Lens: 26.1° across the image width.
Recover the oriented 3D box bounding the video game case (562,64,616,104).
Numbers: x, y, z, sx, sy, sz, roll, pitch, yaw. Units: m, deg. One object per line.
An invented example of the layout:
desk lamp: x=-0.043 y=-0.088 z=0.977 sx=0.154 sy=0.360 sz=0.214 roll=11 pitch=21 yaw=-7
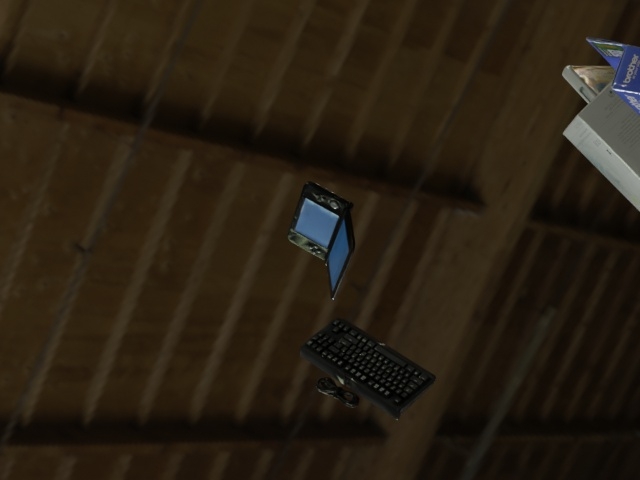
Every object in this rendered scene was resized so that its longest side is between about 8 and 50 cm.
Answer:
video game case: x=0.570 y=-0.241 z=2.459 sx=0.227 sy=0.206 sz=0.026 roll=-5 pitch=-44 yaw=-35

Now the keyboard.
keyboard: x=0.050 y=0.166 z=1.761 sx=0.108 sy=0.180 sz=0.023 roll=-41 pitch=-43 yaw=-22

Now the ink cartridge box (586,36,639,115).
ink cartridge box: x=0.455 y=-0.144 z=1.528 sx=0.186 sy=0.311 sz=0.065 roll=25 pitch=-94 yaw=-55

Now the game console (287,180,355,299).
game console: x=0.000 y=0.000 z=1.851 sx=0.071 sy=0.107 sz=0.122 roll=-54 pitch=-10 yaw=-42

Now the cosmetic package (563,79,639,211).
cosmetic package: x=0.511 y=-0.147 z=2.151 sx=0.138 sy=0.224 sz=0.224 roll=-45 pitch=-5 yaw=1
